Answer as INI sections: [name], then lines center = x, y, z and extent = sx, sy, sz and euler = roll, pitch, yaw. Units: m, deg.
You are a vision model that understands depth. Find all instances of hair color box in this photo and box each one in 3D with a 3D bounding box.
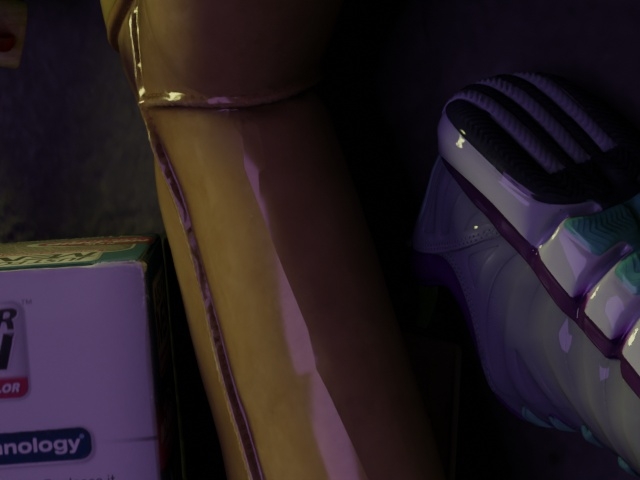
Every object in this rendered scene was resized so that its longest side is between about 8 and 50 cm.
[hair color box]
center = -0.144, 0.177, 0.528
extent = 0.173, 0.105, 0.347
euler = -4, 97, -3

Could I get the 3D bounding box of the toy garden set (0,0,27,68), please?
[toy garden set]
center = -0.115, -0.160, 0.472
extent = 0.244, 0.049, 0.204
euler = -119, 41, -56

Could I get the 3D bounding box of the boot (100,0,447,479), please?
[boot]
center = 0.000, 0.000, 0.402
extent = 0.236, 0.089, 0.270
euler = 135, 121, -72

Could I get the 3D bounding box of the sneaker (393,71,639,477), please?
[sneaker]
center = 0.111, 0.047, 0.386
extent = 0.224, 0.083, 0.098
euler = 53, 142, 27

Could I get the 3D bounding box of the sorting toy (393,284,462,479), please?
[sorting toy]
center = 0.029, 0.052, 0.478
extent = 0.062, 0.012, 0.083
euler = 11, 104, 37
